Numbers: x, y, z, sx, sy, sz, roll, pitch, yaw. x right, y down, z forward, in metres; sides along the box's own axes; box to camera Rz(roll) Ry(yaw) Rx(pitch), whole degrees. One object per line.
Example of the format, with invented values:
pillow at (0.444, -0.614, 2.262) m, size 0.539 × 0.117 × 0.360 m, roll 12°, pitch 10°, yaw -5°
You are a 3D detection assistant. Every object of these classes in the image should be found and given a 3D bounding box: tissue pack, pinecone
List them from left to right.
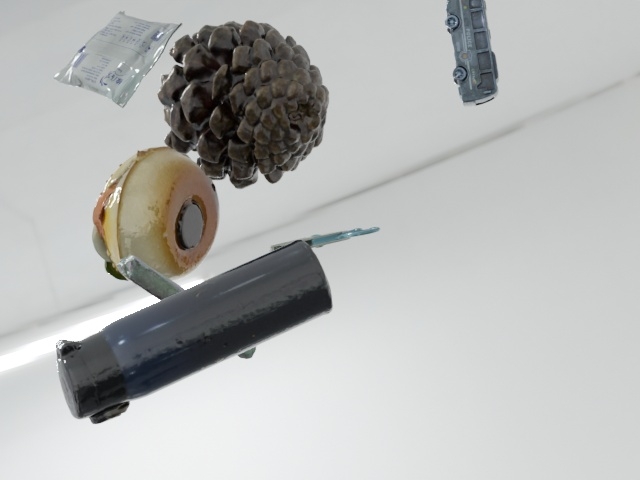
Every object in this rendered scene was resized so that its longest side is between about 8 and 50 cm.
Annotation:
tissue pack at (-0.244, -0.224, 1.813) m, size 0.122 × 0.193 × 0.026 m, roll -49°, pitch -57°, yaw -11°
pinecone at (-0.092, -0.157, 1.652) m, size 0.179 × 0.204 × 0.184 m, roll -28°, pitch -44°, yaw -37°

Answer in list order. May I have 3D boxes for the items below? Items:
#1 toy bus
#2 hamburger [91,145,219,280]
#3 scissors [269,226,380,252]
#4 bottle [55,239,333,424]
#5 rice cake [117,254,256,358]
toy bus at (0.215, -0.276, 2.155) m, size 0.065 × 0.166 × 0.047 m, roll -9°, pitch -7°, yaw 7°
hamburger at (-0.253, -0.038, 2.350) m, size 0.147 × 0.237 × 0.237 m, roll 10°, pitch -3°, yaw 29°
scissors at (0.000, 0.000, 1.484) m, size 0.119 × 0.014 × 0.058 m, roll -12°, pitch 5°, yaw -31°
bottle at (-0.109, 0.080, 1.303) m, size 0.244 × 0.082 × 0.072 m, roll -23°, pitch 15°, yaw -17°
rice cake at (-0.166, 0.084, 1.908) m, size 0.033 × 0.208 × 0.033 m, roll -53°, pitch 14°, yaw 2°
